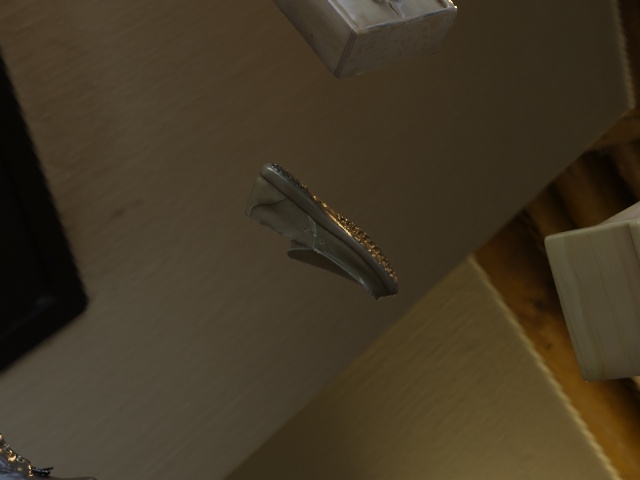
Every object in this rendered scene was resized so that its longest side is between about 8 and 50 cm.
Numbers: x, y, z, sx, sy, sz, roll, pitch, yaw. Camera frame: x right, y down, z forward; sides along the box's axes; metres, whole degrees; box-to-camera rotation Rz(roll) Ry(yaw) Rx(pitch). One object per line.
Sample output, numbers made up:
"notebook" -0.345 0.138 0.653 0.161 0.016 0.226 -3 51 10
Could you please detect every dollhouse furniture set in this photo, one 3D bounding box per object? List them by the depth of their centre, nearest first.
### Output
"dollhouse furniture set" 0.069 -0.412 1.357 0.256 0.362 0.394 52 -39 24

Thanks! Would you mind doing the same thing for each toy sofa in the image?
"toy sofa" 0.391 0.012 1.287 0.177 0.362 0.150 -11 -83 37

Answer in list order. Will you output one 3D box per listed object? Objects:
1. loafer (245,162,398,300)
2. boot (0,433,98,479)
"loafer" 0.000 0.000 1.023 0.148 0.056 0.050 42 -79 -2
"boot" -0.385 0.218 1.485 0.091 0.263 0.229 -49 -133 47
